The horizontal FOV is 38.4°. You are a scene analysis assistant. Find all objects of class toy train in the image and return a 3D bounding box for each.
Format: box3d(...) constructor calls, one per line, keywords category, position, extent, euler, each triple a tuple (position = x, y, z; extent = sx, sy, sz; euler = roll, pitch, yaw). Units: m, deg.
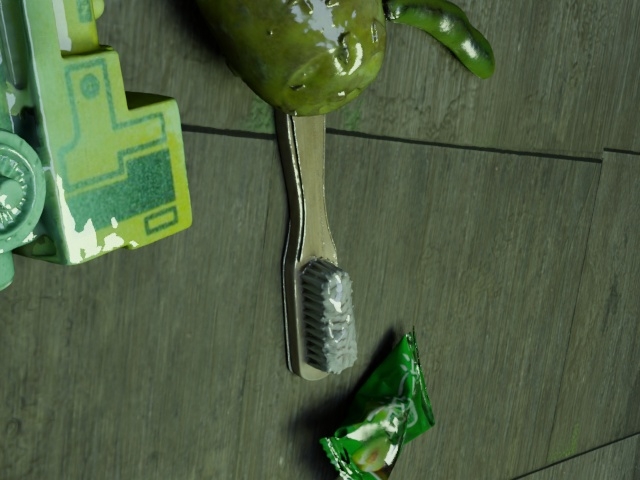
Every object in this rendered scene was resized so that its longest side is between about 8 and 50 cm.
box3d(category="toy train", position=(-0.221, -0.152, 0.627), extent=(0.237, 0.150, 0.368), euler=(-27, 120, -47))

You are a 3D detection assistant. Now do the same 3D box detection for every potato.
box3d(category="potato", position=(-0.033, -0.250, 0.791), extent=(0.176, 0.141, 0.298), euler=(-34, 116, -43))

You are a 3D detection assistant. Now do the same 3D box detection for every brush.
box3d(category="brush", position=(0.000, 0.000, 0.949), extent=(0.070, 0.065, 0.327), euler=(-19, 114, -38))

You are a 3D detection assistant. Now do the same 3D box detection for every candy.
box3d(category="candy", position=(0.072, 0.213, 1.075), extent=(0.203, 0.078, 0.141), euler=(-45, 142, -42))

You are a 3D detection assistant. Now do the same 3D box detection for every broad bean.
box3d(category="broad bean", position=(0.132, -0.235, 1.030), extent=(0.227, 0.039, 0.069), euler=(8, 90, -45))
